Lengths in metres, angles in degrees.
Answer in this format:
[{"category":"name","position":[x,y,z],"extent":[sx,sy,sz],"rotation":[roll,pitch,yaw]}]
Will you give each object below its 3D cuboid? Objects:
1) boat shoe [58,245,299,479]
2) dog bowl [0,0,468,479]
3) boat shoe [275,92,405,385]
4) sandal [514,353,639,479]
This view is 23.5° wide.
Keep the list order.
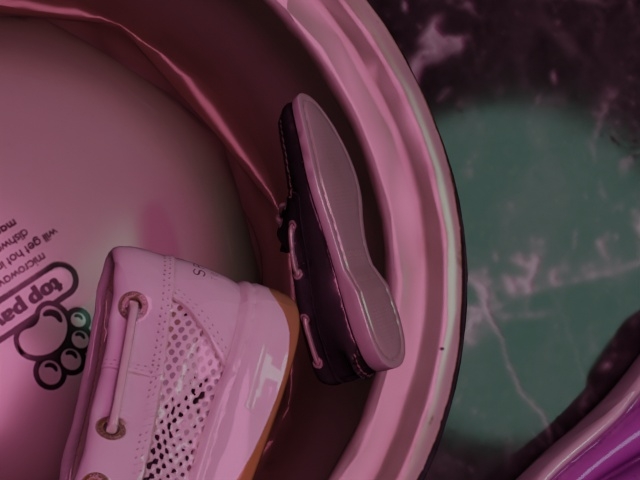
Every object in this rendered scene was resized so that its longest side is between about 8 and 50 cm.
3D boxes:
[{"category":"boat shoe","position":[-0.094,0.129,0.568],"extent":[0.096,0.098,0.277],"rotation":[24,61,-12]},{"category":"dog bowl","position":[-0.148,0.017,0.705],"extent":[0.408,0.150,0.408],"rotation":[5,75,-18]},{"category":"boat shoe","position":[0.000,0.000,0.658],"extent":[0.046,0.038,0.125],"rotation":[-5,75,-64]},{"category":"sandal","position":[0.254,0.088,0.848],"extent":[0.169,0.102,0.416],"rotation":[45,68,-4]}]
